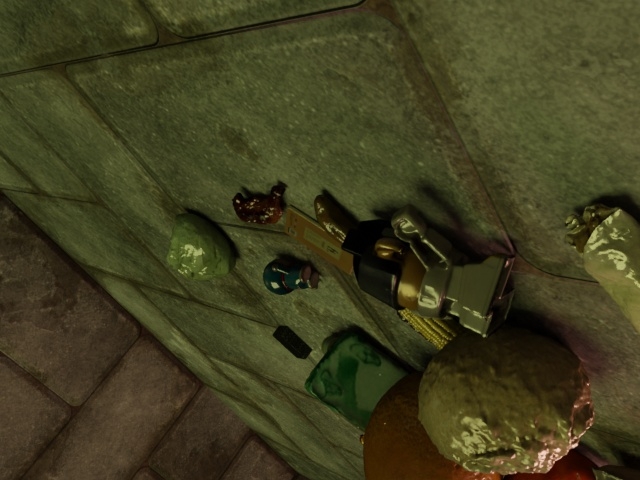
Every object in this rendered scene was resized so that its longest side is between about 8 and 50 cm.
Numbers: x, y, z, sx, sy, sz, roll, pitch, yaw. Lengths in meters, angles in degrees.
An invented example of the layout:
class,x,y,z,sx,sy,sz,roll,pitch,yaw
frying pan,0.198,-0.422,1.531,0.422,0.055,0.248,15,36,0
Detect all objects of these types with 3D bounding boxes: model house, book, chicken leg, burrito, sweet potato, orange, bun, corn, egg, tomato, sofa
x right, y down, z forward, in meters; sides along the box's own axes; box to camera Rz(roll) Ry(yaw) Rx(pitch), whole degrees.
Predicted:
class,x,y,z,sx,sy,sz,roll,pitch,yaw
model house,0.090,0.376,1.836,0.267,0.194,0.325,36,170,-5
book,0.000,0.000,1.428,0.172,0.012,0.118,33,156,9
chicken leg,-0.123,-0.069,1.427,0.089,0.048,0.219,45,155,-25
burrito,0.465,0.100,0.906,0.392,0.076,0.117,45,162,-13
sweet potato,0.054,-0.015,1.282,0.182,0.054,0.053,37,165,-5
orange,0.257,0.474,1.536,0.322,0.356,0.322,9,174,1
bun,-0.329,0.029,1.791,0.204,0.126,0.212,17,149,34
corn,0.231,0.171,1.358,0.203,0.072,0.072,38,156,-2
egg,0.316,0.281,1.207,0.310,0.279,0.279,-20,121,44
tomato,0.513,0.572,1.511,0.260,0.259,0.180,40,175,-8
sofa,-0.086,0.311,2.080,0.118,0.039,0.060,47,153,-19

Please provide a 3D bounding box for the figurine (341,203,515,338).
class,x,y,z,sx,sy,sz,roll,pitch,yaw
figurine,0.172,0.054,1.138,0.309,0.143,0.308,19,133,21

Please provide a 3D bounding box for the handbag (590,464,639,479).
class,x,y,z,sx,sy,sz,roll,pitch,yaw
handbag,0.685,0.529,1.343,0.271,0.117,0.182,11,154,43

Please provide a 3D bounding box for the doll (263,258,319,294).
class,x,y,z,sx,sy,sz,roll,pitch,yaw
doll,-0.077,0.086,1.611,0.152,0.085,0.114,-5,146,43

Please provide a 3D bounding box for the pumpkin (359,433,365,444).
class,x,y,z,sx,sy,sz,roll,pitch,yaw
pumpkin,0.263,0.595,1.828,0.225,0.257,0.303,163,89,-73
